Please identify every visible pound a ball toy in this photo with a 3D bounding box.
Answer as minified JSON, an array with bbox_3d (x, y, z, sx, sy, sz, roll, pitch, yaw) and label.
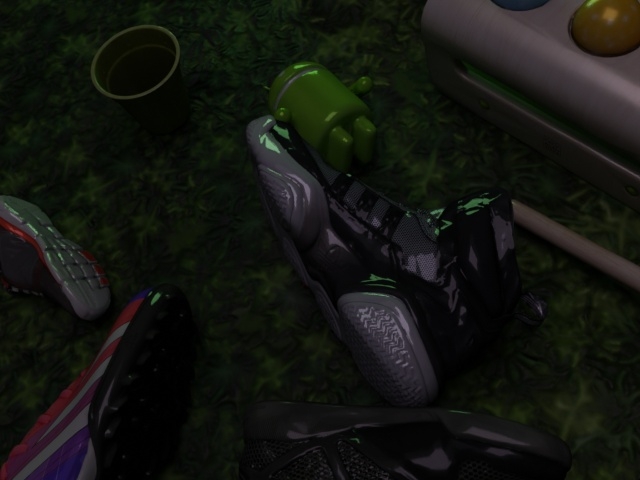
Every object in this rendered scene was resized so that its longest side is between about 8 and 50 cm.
[{"bbox_3d":[0.212,-0.098,0.661,0.319,0.136,0.208,38,75,28],"label":"pound a ball toy"}]

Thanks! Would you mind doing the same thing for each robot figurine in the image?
[{"bbox_3d":[0.000,-0.109,0.754,0.101,0.067,0.115,-27,57,-24],"label":"robot figurine"}]

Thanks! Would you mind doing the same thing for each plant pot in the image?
[{"bbox_3d":[-0.156,-0.140,0.801,0.083,0.079,0.083,-5,61,9],"label":"plant pot"}]

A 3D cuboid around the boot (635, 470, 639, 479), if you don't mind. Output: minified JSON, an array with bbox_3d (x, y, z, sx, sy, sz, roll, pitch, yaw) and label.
[{"bbox_3d":[0.330,0.130,0.538,0.236,0.085,0.179,19,65,15],"label":"boot"}]

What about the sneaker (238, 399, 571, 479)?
[{"bbox_3d":[0.050,0.177,0.577,0.227,0.087,0.130,-2,63,15],"label":"sneaker"}]

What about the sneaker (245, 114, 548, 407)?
[{"bbox_3d":[0.055,-0.011,0.669,0.153,0.101,0.269,-27,63,-12],"label":"sneaker"}]

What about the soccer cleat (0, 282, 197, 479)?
[{"bbox_3d":[-0.187,0.169,0.626,0.116,0.109,0.318,10,67,22],"label":"soccer cleat"}]

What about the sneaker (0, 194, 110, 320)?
[{"bbox_3d":[-0.241,0.027,0.753,0.158,0.061,0.065,42,104,29],"label":"sneaker"}]

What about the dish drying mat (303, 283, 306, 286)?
[{"bbox_3d":[0.000,0.000,0.729,0.032,0.008,0.083,-7,61,8],"label":"dish drying mat"}]
